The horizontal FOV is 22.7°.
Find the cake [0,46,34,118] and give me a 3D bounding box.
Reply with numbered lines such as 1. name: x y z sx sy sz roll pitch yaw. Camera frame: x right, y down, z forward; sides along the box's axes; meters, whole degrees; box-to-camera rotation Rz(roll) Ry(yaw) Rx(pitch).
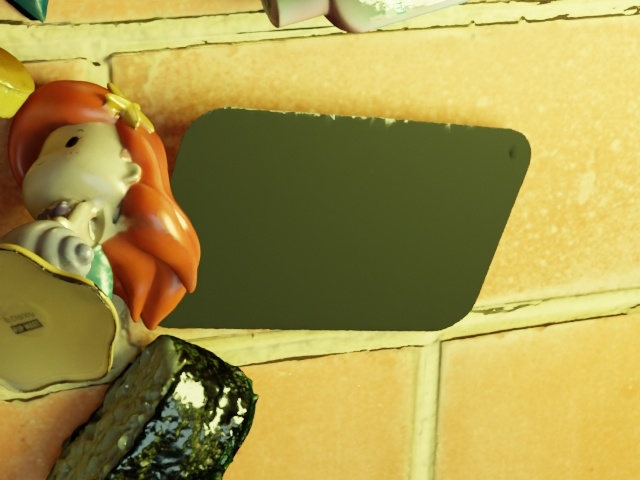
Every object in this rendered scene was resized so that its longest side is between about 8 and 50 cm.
1. cake: -0.287 -0.142 1.362 0.084 0.084 0.044 26 107 -27

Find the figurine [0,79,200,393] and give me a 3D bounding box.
1. figurine: -0.203 -0.001 1.362 0.208 0.257 0.181 25 133 -3

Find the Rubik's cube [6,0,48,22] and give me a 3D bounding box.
1. Rubik's cube: -0.314 -0.348 1.262 0.234 0.284 0.250 14 84 -2

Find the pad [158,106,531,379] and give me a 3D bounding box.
1. pad: 0.000 0.001 1.568 0.375 0.063 0.315 4 120 -27

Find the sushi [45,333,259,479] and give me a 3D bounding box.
1. sushi: -0.160 0.205 1.544 0.127 0.124 0.225 34 100 -29

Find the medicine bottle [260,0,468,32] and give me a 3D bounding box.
1. medicine bottle: 0.038 -0.253 1.411 0.188 0.094 0.119 -18 120 -10
